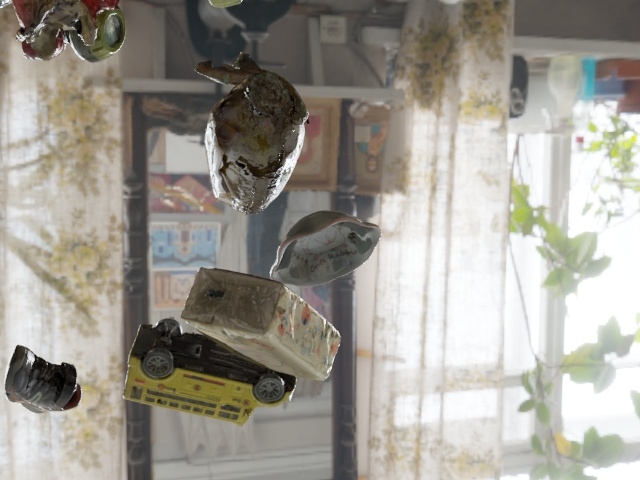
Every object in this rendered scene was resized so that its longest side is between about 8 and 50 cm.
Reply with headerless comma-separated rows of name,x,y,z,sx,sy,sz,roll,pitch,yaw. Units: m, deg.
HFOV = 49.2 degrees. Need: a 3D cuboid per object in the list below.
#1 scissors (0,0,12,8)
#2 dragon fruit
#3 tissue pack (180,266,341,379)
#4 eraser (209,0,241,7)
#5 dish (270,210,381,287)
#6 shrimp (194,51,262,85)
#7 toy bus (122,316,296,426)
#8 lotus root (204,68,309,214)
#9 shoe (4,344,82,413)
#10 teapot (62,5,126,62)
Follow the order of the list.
scissors,-0.438,-0.358,0.973,0.041,0.138,0.289,-26,-160,48
dragon fruit,-0.306,-0.287,0.725,0.134,0.211,0.262,-24,167,15
tissue pack,-0.077,0.120,0.973,0.148,0.092,0.196,7,158,30
eraser,-0.172,-0.462,1.083,0.058,0.172,0.117,-16,156,1
dish,0.000,0.000,1.349,0.229,0.081,0.229,-17,151,-10
shrimp,-0.190,-0.368,1.483,0.144,0.052,0.251,8,-160,-10
toy bus,-0.220,0.276,1.415,0.330,0.152,0.144,15,-159,-9
lotus root,-0.128,-0.186,1.345,0.179,0.196,0.397,23,155,-3
shoe,-0.644,0.338,1.645,0.137,0.114,0.291,1,150,2
teapot,-0.428,-0.410,1.273,0.119,0.165,0.130,14,-151,12
